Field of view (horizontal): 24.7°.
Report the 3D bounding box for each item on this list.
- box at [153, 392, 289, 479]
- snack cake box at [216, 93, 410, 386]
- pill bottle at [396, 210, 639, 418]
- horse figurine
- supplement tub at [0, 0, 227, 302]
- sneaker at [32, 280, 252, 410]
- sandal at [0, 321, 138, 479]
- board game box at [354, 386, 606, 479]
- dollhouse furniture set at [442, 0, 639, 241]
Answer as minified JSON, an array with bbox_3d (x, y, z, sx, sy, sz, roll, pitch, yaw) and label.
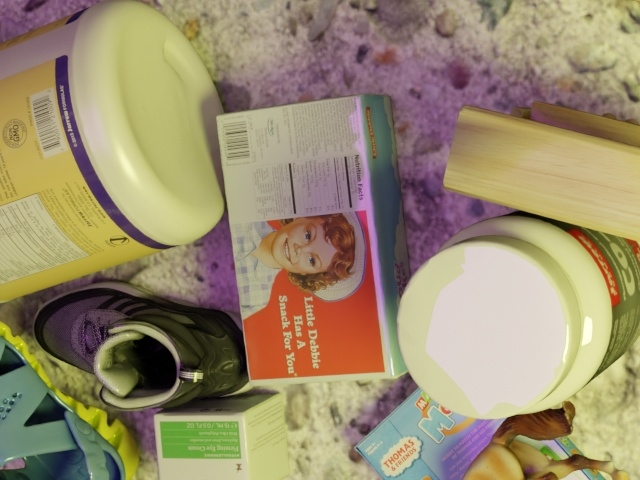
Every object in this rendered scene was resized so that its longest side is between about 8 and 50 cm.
[{"bbox_3d":[-0.097,0.202,1.440,0.101,0.102,0.087,-3,95,21],"label":"box"},{"bbox_3d":[0.000,0.000,1.390,0.152,0.089,0.264,-5,93,21],"label":"snack cake box"},{"bbox_3d":[0.174,0.055,1.217,0.161,0.283,0.161,2,96,22],"label":"pill bottle"},{"bbox_3d":[0.171,0.257,1.294,0.174,0.066,0.263,17,97,43],"label":"horse figurine"},{"bbox_3d":[-0.278,-0.073,1.415,0.331,0.241,0.241,-17,88,23],"label":"supplement tub"},{"bbox_3d":[-0.199,0.102,1.442,0.268,0.153,0.101,7,96,25],"label":"sneaker"},{"bbox_3d":[-0.308,0.180,1.429,0.317,0.138,0.126,36,109,-22],"label":"sandal"},{"bbox_3d":[0.158,0.221,1.371,0.160,0.039,0.211,-45,79,19],"label":"board game box"},{"bbox_3d":[0.255,-0.216,1.175,0.362,0.256,0.394,16,101,20],"label":"dollhouse furniture set"}]
